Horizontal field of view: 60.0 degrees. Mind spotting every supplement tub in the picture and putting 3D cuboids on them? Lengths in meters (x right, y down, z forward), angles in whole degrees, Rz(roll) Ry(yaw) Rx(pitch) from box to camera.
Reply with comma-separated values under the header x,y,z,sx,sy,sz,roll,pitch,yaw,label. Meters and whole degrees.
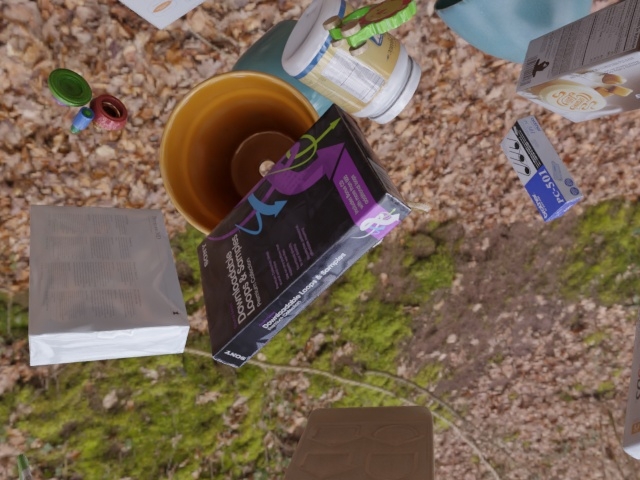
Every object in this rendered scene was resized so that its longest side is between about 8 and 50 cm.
x,y,z,sx,sy,sz,roll,pitch,yaw,label
0.052,-0.297,0.923,0.199,0.144,0.144,26,153,-25,supplement tub

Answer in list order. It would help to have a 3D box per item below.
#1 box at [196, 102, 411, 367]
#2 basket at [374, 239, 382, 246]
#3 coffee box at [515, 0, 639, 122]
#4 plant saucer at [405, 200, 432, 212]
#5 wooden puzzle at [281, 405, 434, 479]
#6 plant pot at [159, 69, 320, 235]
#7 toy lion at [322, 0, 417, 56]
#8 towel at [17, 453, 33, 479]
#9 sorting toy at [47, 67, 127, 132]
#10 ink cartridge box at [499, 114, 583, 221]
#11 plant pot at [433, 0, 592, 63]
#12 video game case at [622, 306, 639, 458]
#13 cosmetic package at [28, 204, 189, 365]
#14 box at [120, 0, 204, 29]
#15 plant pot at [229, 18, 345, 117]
x,y,z,sx,sy,sz,roll,pitch,yaw,label
-0.023,-0.005,0.385,0.029,0.116,0.162,30,115,-36,box
0.000,0.000,0.938,0.167,0.113,0.103,-26,-170,39,basket
0.438,-0.266,0.837,0.141,0.098,0.246,18,177,-19,coffee box
0.259,-0.090,1.490,0.083,0.015,0.083,14,177,1,plant saucer
0.098,0.503,1.264,0.322,0.081,0.348,-6,-167,12,wooden puzzle
-0.084,-0.101,0.747,0.205,0.205,0.188,-8,-179,5,plant pot
0.061,-0.259,0.650,0.096,0.100,0.034,-33,123,-3,toy lion
-0.386,0.383,0.763,0.023,0.113,0.152,-10,-145,-37,towel
-0.290,-0.161,0.680,0.102,0.061,0.042,28,136,-35,sorting toy
0.465,-0.153,1.179,0.046,0.207,0.097,-19,161,-12,ink cartridge box
0.388,-0.452,1.041,0.290,0.290,0.195,-20,121,46,plant pot
0.370,0.087,0.509,0.023,0.193,0.212,33,141,2,video game case
-0.456,0.076,1.174,0.284,0.377,0.097,-1,131,-26,cosmetic package
-0.276,-0.511,0.893,0.215,0.168,0.345,-30,-176,7,box
-0.107,-0.375,1.424,0.235,0.293,0.293,-46,-170,-30,plant pot
